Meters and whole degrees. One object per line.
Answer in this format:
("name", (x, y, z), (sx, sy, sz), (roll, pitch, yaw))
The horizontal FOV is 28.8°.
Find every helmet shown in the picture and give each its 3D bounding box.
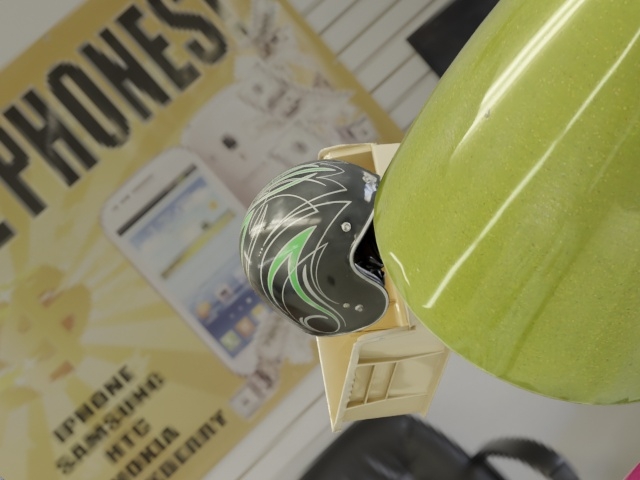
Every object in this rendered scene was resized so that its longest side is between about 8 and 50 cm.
("helmet", (0.000, 0.000, 1.262), (0.169, 0.161, 0.169), (-22, 30, 13))

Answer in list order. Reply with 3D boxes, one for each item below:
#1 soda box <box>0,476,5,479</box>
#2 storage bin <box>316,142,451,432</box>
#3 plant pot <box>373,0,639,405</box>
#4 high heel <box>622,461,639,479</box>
("soda box", (-0.320, 0.300, 1.283), (0.071, 0.210, 0.067), (-55, -6, -6))
("storage bin", (0.065, 0.056, 1.515), (0.123, 0.262, 0.260), (-4, -31, -9))
("plant pot", (0.200, -0.089, 0.809), (0.275, 0.275, 0.293), (-47, -18, -40))
("high heel", (0.158, 0.169, 0.491), (0.377, 0.127, 0.181), (-57, -13, -45))
